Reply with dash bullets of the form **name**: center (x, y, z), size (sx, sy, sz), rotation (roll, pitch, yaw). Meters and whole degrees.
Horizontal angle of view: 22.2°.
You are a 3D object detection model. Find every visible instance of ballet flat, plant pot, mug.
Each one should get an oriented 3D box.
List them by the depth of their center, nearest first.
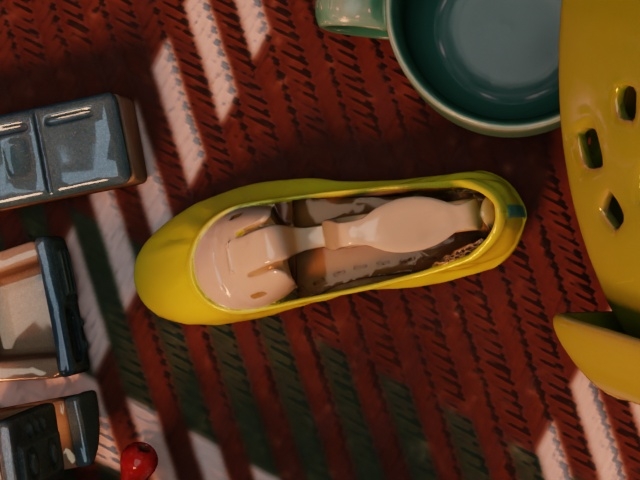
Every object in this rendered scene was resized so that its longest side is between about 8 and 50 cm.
- **plant pot**: center (0.254, -0.009, 0.774), size (0.228, 0.227, 0.207), rotation (1, 100, -36)
- **mug**: center (0.093, -0.128, 0.888), size (0.158, 0.097, 0.129), rotation (37, 95, 6)
- **ballet flat**: center (0.000, 0.000, 0.910), size (0.231, 0.077, 0.077), rotation (-9, 90, 7)

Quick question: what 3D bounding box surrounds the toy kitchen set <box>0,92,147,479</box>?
- **toy kitchen set**: center (-0.160, 0.028, 0.886), size (0.122, 0.166, 0.207), rotation (-12, 89, 7)

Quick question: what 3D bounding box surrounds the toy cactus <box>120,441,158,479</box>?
- **toy cactus**: center (-0.063, 0.233, 0.922), size (0.219, 0.112, 0.180), rotation (39, 114, 3)
